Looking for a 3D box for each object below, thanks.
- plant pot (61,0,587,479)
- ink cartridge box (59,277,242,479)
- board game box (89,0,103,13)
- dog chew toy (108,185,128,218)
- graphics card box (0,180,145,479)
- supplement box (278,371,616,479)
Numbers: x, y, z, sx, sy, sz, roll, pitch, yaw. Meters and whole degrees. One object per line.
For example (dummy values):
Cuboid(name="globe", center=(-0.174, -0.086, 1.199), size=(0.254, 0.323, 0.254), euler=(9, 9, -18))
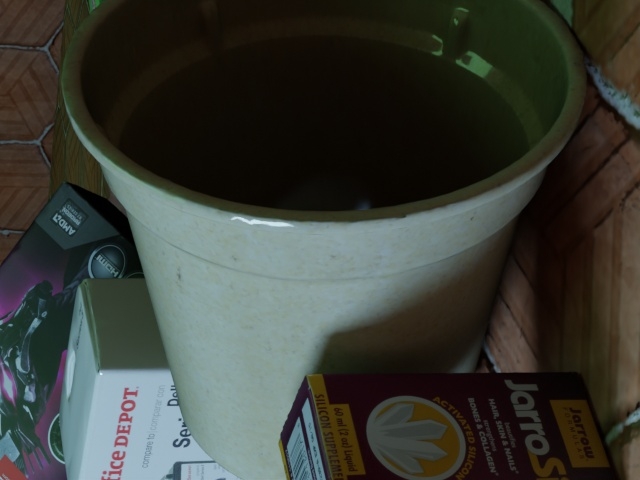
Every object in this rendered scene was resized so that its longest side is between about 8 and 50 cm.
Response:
Cuboid(name="plant pot", center=(0.000, 0.000, 1.041), size=(0.333, 0.334, 0.305), euler=(-110, 16, -48))
Cuboid(name="ink cartridge box", center=(-0.079, 0.136, 1.291), size=(0.114, 0.273, 0.198), euler=(-108, 25, -44))
Cuboid(name="board game box", center=(-0.141, -0.261, 1.593), size=(0.046, 0.214, 0.317), euler=(110, 154, -48))
Cuboid(name="dog chew toy", center=(-0.159, -0.057, 1.697), size=(0.206, 0.207, 0.331), euler=(-177, 95, -72))
Cuboid(name="graphics card box", center=(-0.274, 0.155, 1.485), size=(0.233, 0.094, 0.371), euler=(41, 95, 27))
Cuboid(name="supplement box", center=(0.079, 0.145, 0.929), size=(0.080, 0.188, 0.104), euler=(111, 153, -46))
